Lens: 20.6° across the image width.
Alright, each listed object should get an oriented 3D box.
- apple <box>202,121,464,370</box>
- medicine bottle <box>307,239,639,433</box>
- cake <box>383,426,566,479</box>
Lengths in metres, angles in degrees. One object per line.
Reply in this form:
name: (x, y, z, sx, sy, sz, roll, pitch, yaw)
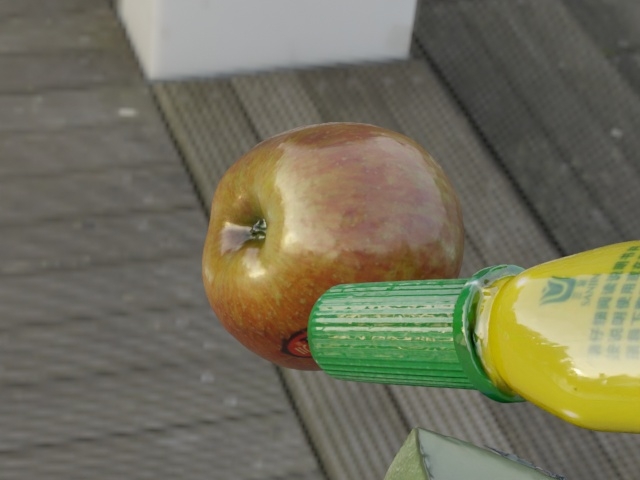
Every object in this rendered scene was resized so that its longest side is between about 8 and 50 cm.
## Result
apple: (0.000, 0.000, 1.943, 0.250, 0.309, 0.277, 25, 34, -60)
medicine bottle: (0.123, 0.047, 0.906, 0.309, 0.076, 0.111, 0, 44, 38)
cake: (0.160, 0.269, 1.160, 0.283, 0.158, 0.172, 21, 25, -11)
